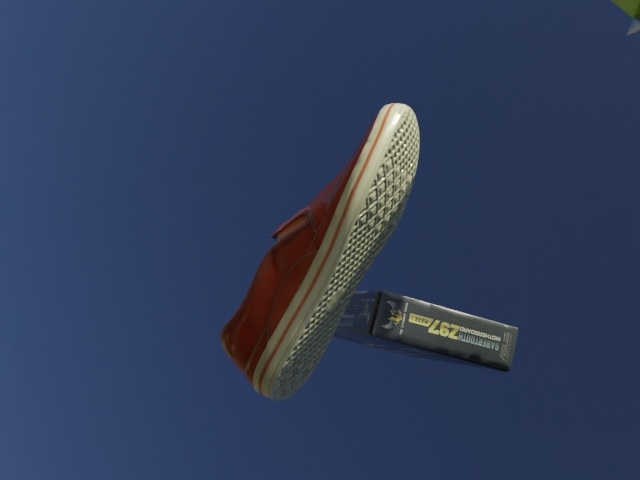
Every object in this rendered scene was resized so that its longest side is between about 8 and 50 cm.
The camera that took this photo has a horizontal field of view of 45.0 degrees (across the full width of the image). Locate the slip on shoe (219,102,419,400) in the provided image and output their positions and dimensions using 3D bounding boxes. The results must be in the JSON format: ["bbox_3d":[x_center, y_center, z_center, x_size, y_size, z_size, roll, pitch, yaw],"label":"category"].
[{"bbox_3d":[0.000,0.000,0.798,0.101,0.123,0.331,29,-90,26],"label":"slip on shoe"}]

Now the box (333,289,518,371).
[{"bbox_3d":[0.110,0.113,0.985,0.233,0.184,0.059,164,-58,-71],"label":"box"}]

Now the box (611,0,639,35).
[{"bbox_3d":[0.360,-0.300,0.766,0.178,0.042,0.109,-62,-165,-10],"label":"box"}]
